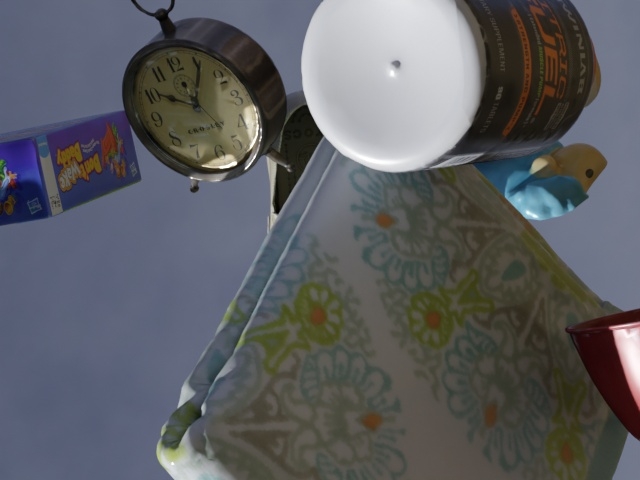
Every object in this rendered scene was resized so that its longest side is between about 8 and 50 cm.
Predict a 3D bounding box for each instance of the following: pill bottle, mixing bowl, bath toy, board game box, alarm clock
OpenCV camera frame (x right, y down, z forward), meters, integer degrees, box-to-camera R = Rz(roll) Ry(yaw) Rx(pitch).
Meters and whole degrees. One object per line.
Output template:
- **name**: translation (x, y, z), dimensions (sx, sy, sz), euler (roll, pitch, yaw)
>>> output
- **pill bottle**: translation (0.099, -0.116, 1.256), dimensions (0.245, 0.130, 0.130), euler (-11, -65, -61)
- **mixing bowl**: translation (0.264, 0.088, 1.282), dimensions (0.181, 0.181, 0.098), euler (-10, -93, -55)
- **bath toy**: translation (0.126, -0.189, 1.529), dimensions (0.129, 0.151, 0.348), euler (-73, -37, -64)
- **board game box**: translation (-0.384, -0.051, 1.902), dimensions (0.233, 0.347, 0.078), euler (-31, -69, -70)
- **alarm clock**: translation (-0.099, -0.132, 1.528), dimensions (0.192, 0.129, 0.064), euler (62, -142, -24)

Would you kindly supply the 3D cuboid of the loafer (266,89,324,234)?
- **loafer**: translation (0.000, 0.000, 1.579), dimensions (0.092, 0.102, 0.268), euler (56, -159, -81)

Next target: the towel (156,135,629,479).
- **towel**: translation (0.071, 0.112, 1.337), dimensions (0.320, 0.090, 0.374), euler (43, -132, -19)
